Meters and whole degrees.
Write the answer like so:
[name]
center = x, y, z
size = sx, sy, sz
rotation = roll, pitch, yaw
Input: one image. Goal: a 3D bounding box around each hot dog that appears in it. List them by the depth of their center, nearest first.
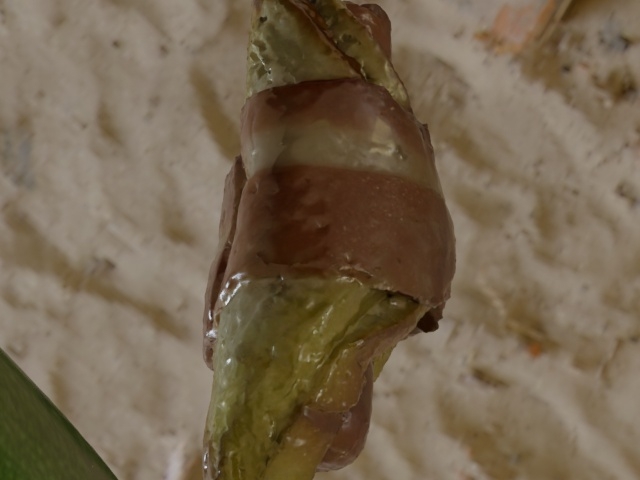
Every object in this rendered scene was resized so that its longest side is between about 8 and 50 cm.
[hot dog]
center = 0.005, 0.000, 0.746
size = 0.093, 0.262, 0.123
rotation = 10, 157, -10

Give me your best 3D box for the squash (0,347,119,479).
[squash]
center = -0.077, 0.101, 0.418
size = 0.107, 0.107, 0.395
rotation = -1, 138, 26
